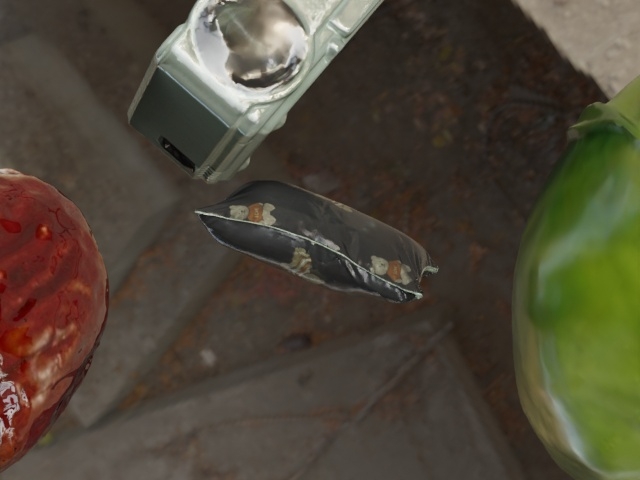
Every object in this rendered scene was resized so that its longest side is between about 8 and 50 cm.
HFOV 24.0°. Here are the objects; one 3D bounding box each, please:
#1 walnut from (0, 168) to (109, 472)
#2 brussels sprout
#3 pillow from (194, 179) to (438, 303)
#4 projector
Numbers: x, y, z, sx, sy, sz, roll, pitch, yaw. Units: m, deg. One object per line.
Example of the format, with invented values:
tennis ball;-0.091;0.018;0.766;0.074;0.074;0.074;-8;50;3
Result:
walnut;-0.317;0.065;1.310;0.244;0.269;0.221;23;117;-2
brussels sprout;0.310;0.022;1.021;0.361;0.342;0.425;16;133;-20
pillow;0.000;-0.001;0.945;0.150;0.090;0.048;21;119;8
projector;-0.017;-0.168;1.095;0.099;0.256;0.192;41;163;-3
